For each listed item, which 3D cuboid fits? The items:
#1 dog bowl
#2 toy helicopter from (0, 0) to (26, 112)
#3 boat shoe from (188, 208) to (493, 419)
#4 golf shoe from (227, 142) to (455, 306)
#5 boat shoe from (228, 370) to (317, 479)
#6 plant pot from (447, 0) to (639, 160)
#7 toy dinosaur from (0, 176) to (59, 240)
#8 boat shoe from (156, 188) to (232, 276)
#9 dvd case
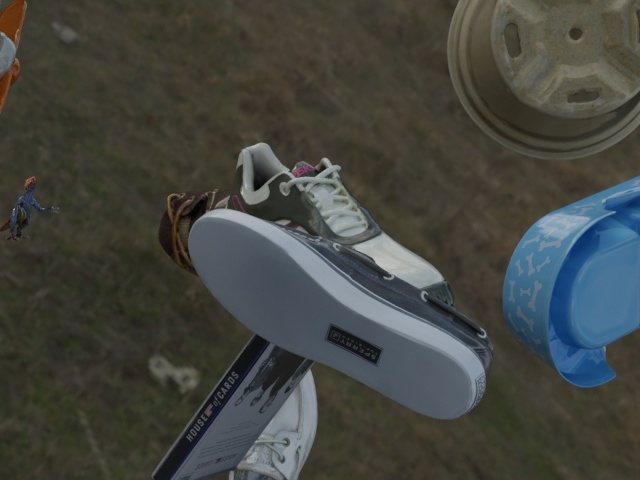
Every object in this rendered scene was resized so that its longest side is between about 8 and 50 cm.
[{"bbox_3d":[0.290,0.026,1.285,0.297,0.166,0.074,-21,26,-34],"label":"dog bowl"},{"bbox_3d":[-0.329,-0.262,1.341,0.355,0.140,0.235,-43,121,-36],"label":"toy helicopter"},{"bbox_3d":[0.019,0.038,0.934,0.228,0.080,0.076,27,35,12],"label":"boat shoe"},{"bbox_3d":[0.000,0.000,1.094,0.105,0.120,0.273,-17,21,-33],"label":"golf shoe"},{"bbox_3d":[-0.067,0.279,1.730,0.098,0.277,0.096,9,7,11],"label":"boat shoe"},{"bbox_3d":[0.344,-0.276,1.892,0.334,0.334,0.305,43,7,1],"label":"plant pot"},{"bbox_3d":[-0.366,-0.041,1.639,0.090,0.082,0.047,15,11,31],"label":"toy dinosaur"},{"bbox_3d":[-0.115,0.001,1.451,0.123,0.123,0.342,-1,4,1],"label":"boat shoe"},{"bbox_3d":[-0.081,0.181,1.559,0.029,0.239,0.179,41,13,18],"label":"dvd case"}]
